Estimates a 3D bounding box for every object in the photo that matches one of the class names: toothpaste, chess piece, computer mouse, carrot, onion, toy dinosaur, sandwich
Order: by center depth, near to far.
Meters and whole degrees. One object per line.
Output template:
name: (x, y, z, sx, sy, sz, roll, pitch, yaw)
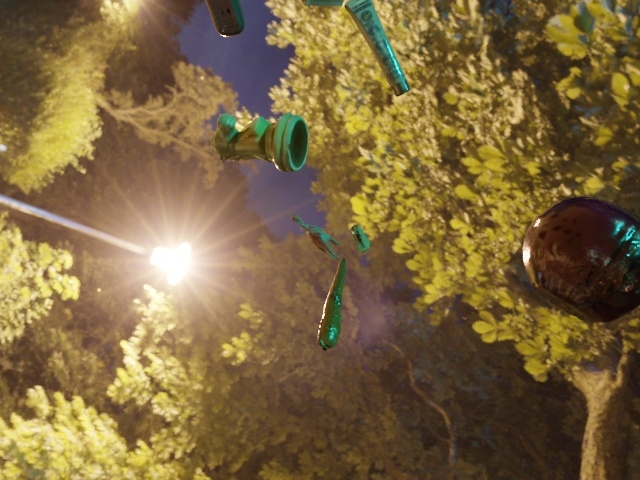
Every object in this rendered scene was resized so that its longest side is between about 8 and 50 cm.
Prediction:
toothpaste: (0.133, -0.437, 1.362, 0.062, 0.239, 0.039, -28, -173, 5)
carrot: (0.033, 0.137, 1.374, 0.049, 0.049, 0.254, -36, -149, 43)
onion: (0.608, 0.028, 1.427, 0.281, 0.260, 0.336, -56, -172, 12)
chess piece: (-0.197, -0.298, 1.803, 0.298, 0.176, 0.175, 7, -108, 20)
toy dinosaur: (0.000, 0.000, 1.955, 0.053, 0.167, 0.242, -50, -144, 10)
computer mouse: (-0.352, -0.850, 2.191, 0.120, 0.232, 0.057, -9, -135, 10)
sandwich: (0.144, -0.010, 2.226, 0.036, 0.104, 0.093, -29, -176, 14)

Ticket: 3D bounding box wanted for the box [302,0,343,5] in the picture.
box: (0.032, -0.879, 1.968, 0.067, 0.150, 0.233, 62, -31, 26)
